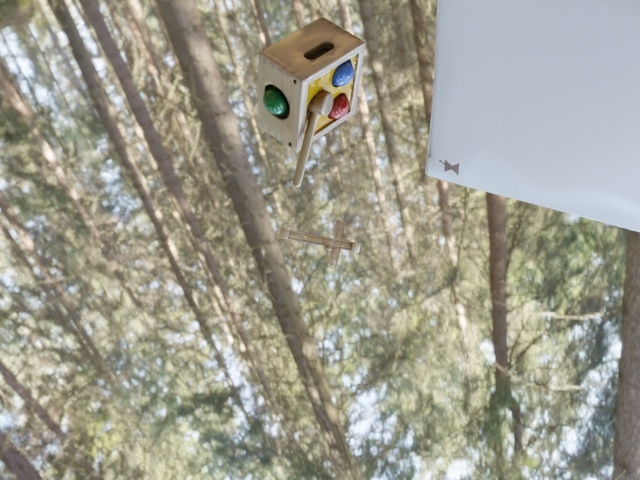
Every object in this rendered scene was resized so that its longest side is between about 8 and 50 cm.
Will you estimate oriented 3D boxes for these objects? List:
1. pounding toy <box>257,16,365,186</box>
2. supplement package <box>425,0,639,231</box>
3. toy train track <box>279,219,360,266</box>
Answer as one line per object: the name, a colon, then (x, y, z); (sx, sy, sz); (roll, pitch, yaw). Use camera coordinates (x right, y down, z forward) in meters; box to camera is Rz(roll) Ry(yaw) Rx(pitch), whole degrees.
pounding toy: (-0.013, -0.166, 0.866); (0.100, 0.130, 0.141); (37, -124, 22)
supplement package: (0.166, -0.139, 0.406); (0.133, 0.139, 0.244); (17, -132, 21)
toy train track: (0.000, 0.000, 0.726); (0.083, 0.048, 0.014); (11, -178, -8)
